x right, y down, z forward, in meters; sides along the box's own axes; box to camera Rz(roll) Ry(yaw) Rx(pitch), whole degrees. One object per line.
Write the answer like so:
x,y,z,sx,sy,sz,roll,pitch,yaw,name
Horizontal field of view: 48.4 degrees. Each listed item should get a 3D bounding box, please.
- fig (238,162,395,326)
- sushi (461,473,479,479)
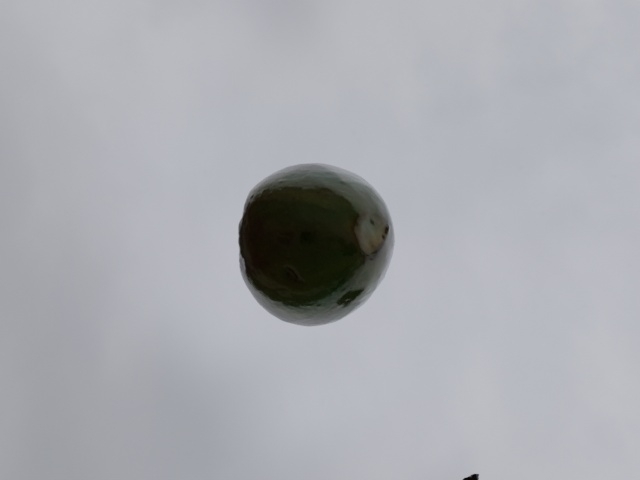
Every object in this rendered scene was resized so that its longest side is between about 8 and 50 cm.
0.000,0.000,0.768,0.191,0.181,0.181,-2,-86,57,fig
0.218,0.383,0.891,0.115,0.212,0.147,-42,-152,34,sushi
